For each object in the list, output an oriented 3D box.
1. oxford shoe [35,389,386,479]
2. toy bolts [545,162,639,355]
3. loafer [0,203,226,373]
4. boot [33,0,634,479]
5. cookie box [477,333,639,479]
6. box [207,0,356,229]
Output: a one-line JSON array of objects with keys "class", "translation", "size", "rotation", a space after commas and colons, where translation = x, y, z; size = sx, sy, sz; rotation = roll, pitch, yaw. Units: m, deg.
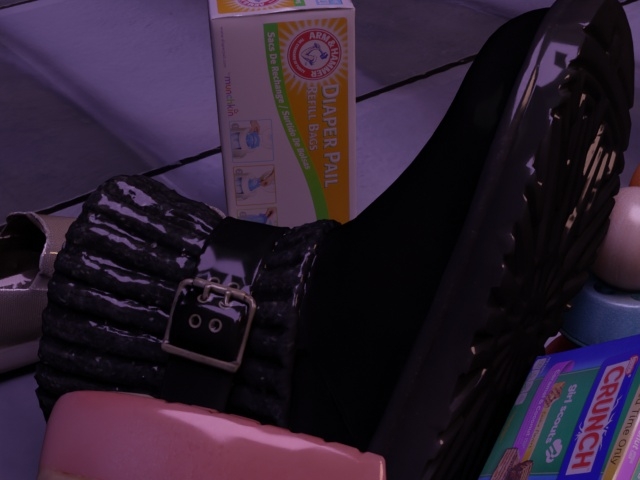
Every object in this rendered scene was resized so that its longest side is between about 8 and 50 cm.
[{"class": "oxford shoe", "translation": [0.075, 0.172, 0.326], "size": [0.397, 0.140, 0.146], "rotation": [14, 68, 13]}, {"class": "toy bolts", "translation": [0.187, -0.003, 0.661], "size": [0.218, 0.158, 0.228], "rotation": [11, 36, 19]}, {"class": "loafer", "translation": [-0.175, 0.023, 0.700], "size": [0.269, 0.092, 0.102], "rotation": [-20, 38, -25]}, {"class": "boot", "translation": [-0.002, 0.000, 0.555], "size": [0.260, 0.348, 0.131], "rotation": [24, -3, 30]}, {"class": "cookie box", "translation": [0.124, 0.093, 0.452], "size": [0.040, 0.107, 0.092], "rotation": [37, 66, -11]}, {"class": "box", "translation": [-0.030, -0.107, 0.787], "size": [0.103, 0.203, 0.114], "rotation": [-6, 34, -5]}]
